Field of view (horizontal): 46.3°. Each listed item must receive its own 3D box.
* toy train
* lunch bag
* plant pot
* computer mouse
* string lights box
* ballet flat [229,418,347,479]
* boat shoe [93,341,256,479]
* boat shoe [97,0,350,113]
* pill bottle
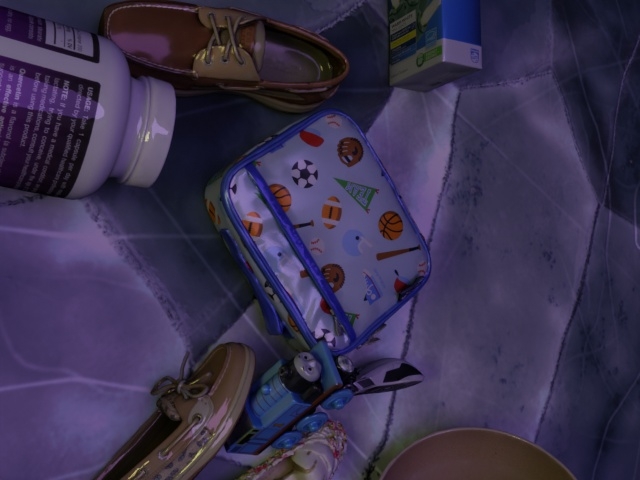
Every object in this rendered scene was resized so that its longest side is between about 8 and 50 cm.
[{"bbox_3d":[-0.041,0.195,0.913,0.105,0.184,0.080,17,39,-43],"label":"toy train"},{"bbox_3d":[0.000,0.000,0.988,0.243,0.115,0.303,-36,102,-26],"label":"lunch bag"},{"bbox_3d":[0.211,0.424,1.005,0.284,0.284,0.191,-32,137,-29],"label":"plant pot"},{"bbox_3d":[0.062,0.187,1.027,0.193,0.106,0.042,4,64,-42],"label":"computer mouse"},{"bbox_3d":[0.166,-0.366,1.106,0.077,0.133,0.259,2,83,-29],"label":"string lights box"},{"bbox_3d":[-0.044,0.312,0.950,0.241,0.077,0.091,-30,100,-30],"label":"ballet flat"},{"bbox_3d":[-0.178,0.229,0.864,0.089,0.105,0.285,40,69,-20],"label":"boat shoe"},{"bbox_3d":[-0.109,-0.244,0.941,0.324,0.120,0.122,3,83,-30],"label":"boat shoe"},{"bbox_3d":[-0.324,-0.145,0.771,0.323,0.181,0.181,12,79,-29],"label":"pill bottle"}]
